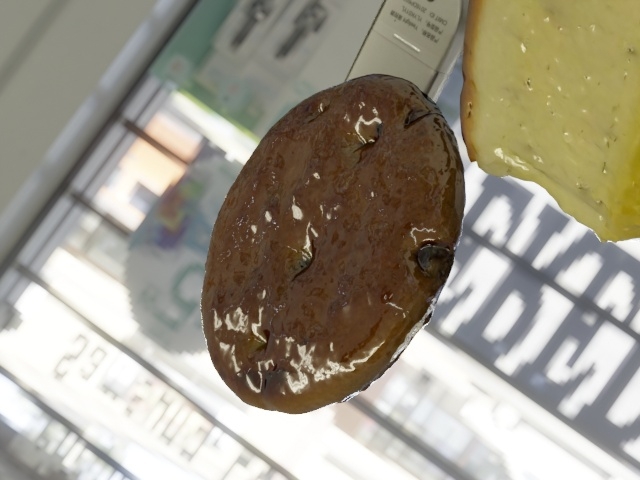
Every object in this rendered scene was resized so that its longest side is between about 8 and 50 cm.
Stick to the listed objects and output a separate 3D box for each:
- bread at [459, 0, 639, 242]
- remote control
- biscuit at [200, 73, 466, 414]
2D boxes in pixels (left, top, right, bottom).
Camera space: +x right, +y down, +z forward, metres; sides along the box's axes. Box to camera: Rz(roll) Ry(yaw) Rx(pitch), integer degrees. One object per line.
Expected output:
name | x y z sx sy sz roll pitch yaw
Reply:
bread | 0.230 -0.189 0.786 0.143 0.323 0.333 44 145 32
remote control | 0.043 -0.093 1.324 0.077 0.245 0.022 37 -162 34
biscuit | 0.000 0.000 1.013 0.036 0.212 0.212 25 -176 -37
